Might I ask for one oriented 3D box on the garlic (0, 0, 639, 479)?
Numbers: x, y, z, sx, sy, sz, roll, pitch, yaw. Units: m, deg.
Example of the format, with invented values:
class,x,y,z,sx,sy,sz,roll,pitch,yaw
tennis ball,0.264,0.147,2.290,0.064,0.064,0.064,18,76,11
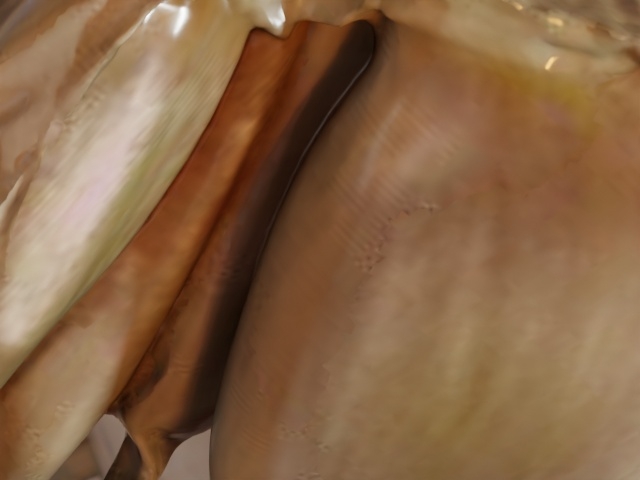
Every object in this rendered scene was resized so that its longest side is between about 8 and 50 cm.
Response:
class,x,y,z,sx,sy,sz,roll,pitch,yaw
garlic,0.000,0.000,0.532,0.210,0.237,0.292,45,-42,28
